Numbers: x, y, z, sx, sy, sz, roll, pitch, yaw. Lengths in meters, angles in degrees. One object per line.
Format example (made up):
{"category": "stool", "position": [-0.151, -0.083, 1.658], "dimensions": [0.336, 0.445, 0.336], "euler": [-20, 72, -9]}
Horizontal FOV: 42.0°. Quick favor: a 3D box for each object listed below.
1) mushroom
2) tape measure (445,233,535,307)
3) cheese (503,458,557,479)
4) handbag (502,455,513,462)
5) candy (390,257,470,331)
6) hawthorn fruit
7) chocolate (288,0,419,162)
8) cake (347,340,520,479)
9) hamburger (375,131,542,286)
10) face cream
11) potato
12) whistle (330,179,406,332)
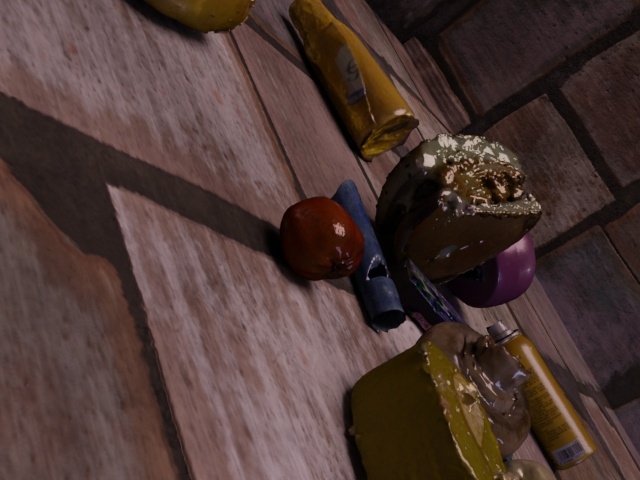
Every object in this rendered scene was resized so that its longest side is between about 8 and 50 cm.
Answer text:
{"category": "mushroom", "position": [0.238, 0.227, 1.275], "dimensions": [0.226, 0.178, 0.226], "euler": [44, 28, -31]}
{"category": "tape measure", "position": [0.358, 0.034, 1.877], "dimensions": [0.149, 0.245, 0.231], "euler": [-11, 94, -28]}
{"category": "cheese", "position": [0.313, 0.423, 1.184], "dimensions": [0.263, 0.093, 0.159], "euler": [68, 6, -49]}
{"category": "handbag", "position": [0.296, 0.352, 1.434], "dimensions": [0.221, 0.057, 0.144], "euler": [60, 13, 11]}
{"category": "candy", "position": [0.238, 0.165, 1.592], "dimensions": [0.312, 0.061, 0.088], "euler": [47, 21, -26]}
{"category": "hawthorn fruit", "position": [0.000, 0.000, 1.158], "dimensions": [0.128, 0.128, 0.128], "euler": [49, 19, -23]}
{"category": "chocolate", "position": [0.050, -0.405, 1.987], "dimensions": [0.445, 0.162, 0.162], "euler": [58, 17, 20]}
{"category": "cake", "position": [0.138, 0.250, 1.034], "dimensions": [0.179, 0.156, 0.260], "euler": [49, 16, -45]}
{"category": "hamburger", "position": [0.254, -0.052, 1.641], "dimensions": [0.318, 0.277, 0.195], "euler": [1, 53, -40]}
{"category": "face cream", "position": [0.482, 0.338, 1.873], "dimensions": [0.349, 0.105, 0.105], "euler": [59, 17, 8]}
{"category": "potato", "position": [-0.205, -0.419, 1.291], "dimensions": [0.300, 0.140, 0.173], "euler": [-2, 67, -64]}
{"category": "whistle", "position": [0.071, 0.018, 1.403], "dimensions": [0.062, 0.062, 0.304], "euler": [39, 25, -45]}
